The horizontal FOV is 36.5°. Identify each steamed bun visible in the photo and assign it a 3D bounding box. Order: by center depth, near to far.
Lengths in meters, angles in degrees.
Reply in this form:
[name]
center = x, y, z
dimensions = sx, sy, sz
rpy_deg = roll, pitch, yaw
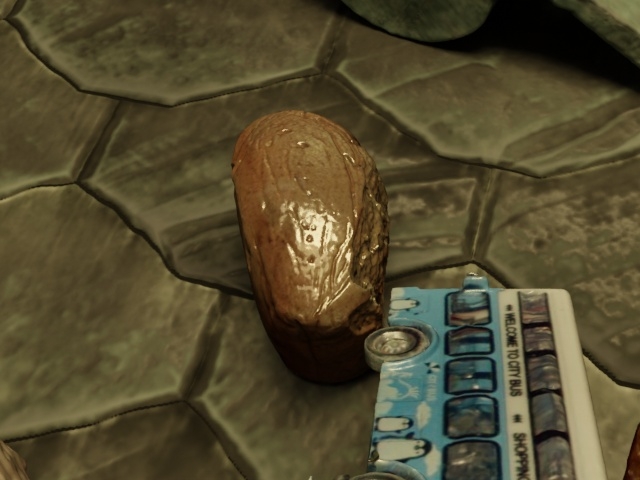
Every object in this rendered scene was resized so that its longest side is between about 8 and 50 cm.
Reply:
[steamed bun]
center = 0.000, 0.000, 0.662
dimensions = 0.106, 0.145, 0.175
rpy_deg = -10, 59, -1

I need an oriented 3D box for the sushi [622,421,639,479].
[sushi]
center = 0.278, 0.212, 0.472
dimensions = 0.296, 0.167, 0.179
rpy_deg = 35, 90, 34

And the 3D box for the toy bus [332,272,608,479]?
[toy bus]
center = 0.082, 0.129, 0.506
dimensions = 0.131, 0.106, 0.297
rpy_deg = -4, 26, 11

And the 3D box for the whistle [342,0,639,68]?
[whistle]
center = 0.163, -0.269, 0.801
dimensions = 0.405, 0.188, 0.168
rpy_deg = 22, 61, 22

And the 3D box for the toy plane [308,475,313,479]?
[toy plane]
center = -0.028, 0.246, 0.541
dimensions = 0.226, 0.058, 0.226
rpy_deg = 3, 51, 19

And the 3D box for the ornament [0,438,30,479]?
[ornament]
center = -0.259, 0.181, 0.502
dimensions = 0.259, 0.259, 0.225
rpy_deg = 29, 85, 25
